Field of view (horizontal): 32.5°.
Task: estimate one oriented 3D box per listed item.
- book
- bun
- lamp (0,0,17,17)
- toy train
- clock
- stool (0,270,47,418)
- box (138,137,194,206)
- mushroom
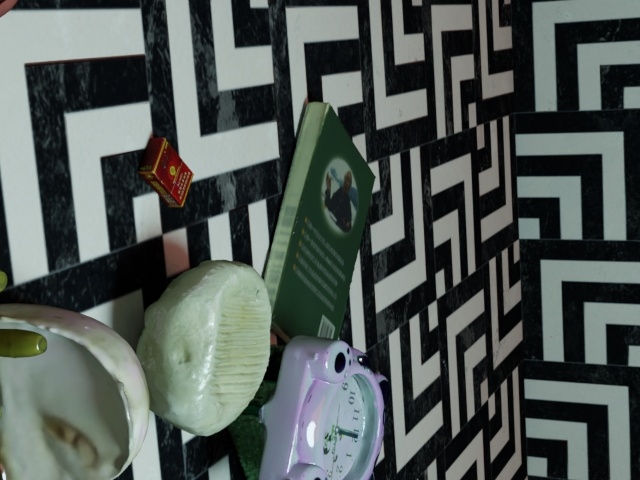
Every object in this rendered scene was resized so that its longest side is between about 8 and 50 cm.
[{"bbox_3d":[0.000,0.000,1.753,0.260,0.043,0.370,52,47,-56],"label":"book"},{"bbox_3d":[-0.149,0.121,1.327,0.231,0.133,0.231,10,90,-69],"label":"bun"},{"bbox_3d":[-0.321,-0.278,0.960,0.182,0.140,0.182,17,90,-75],"label":"lamp"},{"bbox_3d":[-0.051,0.277,1.575,0.154,0.115,0.269,-50,135,-41],"label":"toy train"},{"bbox_3d":[0.013,0.254,1.486,0.248,0.090,0.227,31,68,-58],"label":"clock"},{"bbox_3d":[-0.323,0.091,0.958,0.135,0.111,0.134,7,83,-66],"label":"stool"},{"bbox_3d":[-0.191,-0.084,1.361,0.082,0.023,0.051,56,41,-51],"label":"box"},{"bbox_3d":[-0.226,0.163,1.106,0.173,0.162,0.236,-34,117,-70],"label":"mushroom"}]
